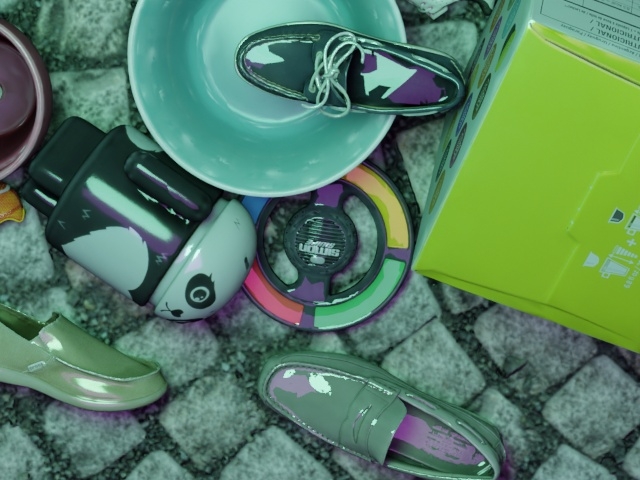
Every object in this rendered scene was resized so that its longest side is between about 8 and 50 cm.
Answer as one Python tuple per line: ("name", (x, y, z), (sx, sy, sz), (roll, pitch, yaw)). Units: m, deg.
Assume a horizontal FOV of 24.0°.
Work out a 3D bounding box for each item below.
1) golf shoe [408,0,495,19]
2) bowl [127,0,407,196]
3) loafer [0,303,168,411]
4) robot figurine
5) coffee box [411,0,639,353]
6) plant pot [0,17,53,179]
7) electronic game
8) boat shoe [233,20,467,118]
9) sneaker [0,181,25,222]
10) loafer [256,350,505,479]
("golf shoe", (0.120, -0.302, 1.773), (0.186, 0.067, 0.086), (1, 102, 0))
("bowl", (-0.057, -0.213, 1.744), (0.312, 0.163, 0.311), (0, 100, 1))
("loafer", (-0.316, 0.139, 1.843), (0.269, 0.102, 0.092), (12, 106, -1))
("robot figurine", (-0.209, -0.022, 1.756), (0.278, 0.209, 0.173), (34, 98, -2))
("coffee box", (0.327, -0.124, 1.607), (0.338, 0.334, 0.337), (21, 130, -2))
("plant pot", (-0.401, -0.170, 1.748), (0.201, 0.180, 0.201), (0, 101, 1))
("electronic game", (0.000, 0.000, 1.840), (0.229, 0.048, 0.229), (0, 101, 0))
("boat shoe", (0.031, -0.179, 1.627), (0.255, 0.079, 0.095), (13, 104, -1))
("sneaker", (-0.440, -0.004, 1.840), (0.175, 0.064, 0.067), (-28, 109, 8))
("loafer", (0.076, 0.219, 1.846), (0.320, 0.111, 0.112), (18, 100, -2))
